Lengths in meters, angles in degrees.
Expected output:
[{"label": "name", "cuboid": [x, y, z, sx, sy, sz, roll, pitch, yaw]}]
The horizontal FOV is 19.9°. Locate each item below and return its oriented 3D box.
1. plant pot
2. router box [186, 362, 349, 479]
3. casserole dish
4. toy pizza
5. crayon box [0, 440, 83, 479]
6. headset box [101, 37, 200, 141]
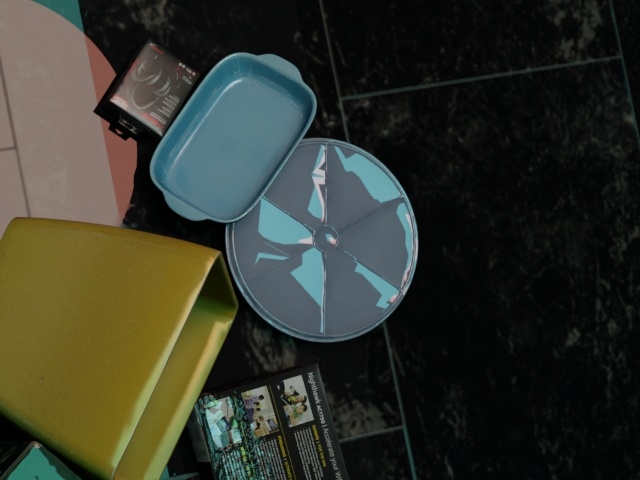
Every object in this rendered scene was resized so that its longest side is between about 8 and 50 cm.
[{"label": "plant pot", "cuboid": [-0.206, 0.092, 1.598, 0.187, 0.212, 0.212, 23, 77, 8]}, {"label": "router box", "cuboid": [-0.045, 0.219, 1.735, 0.133, 0.046, 0.179, -15, 89, -23]}, {"label": "casserole dish", "cuboid": [-0.082, -0.094, 1.744, 0.114, 0.037, 0.188, 30, 73, 10]}, {"label": "toy pizza", "cuboid": [0.000, 0.000, 1.785, 0.201, 0.032, 0.201, 3, 82, -20]}, {"label": "crayon box", "cuboid": [-0.180, 0.305, 1.590, 0.318, 0.202, 0.081, 45, 71, -12]}, {"label": "headset box", "cuboid": [-0.164, -0.140, 1.737, 0.062, 0.032, 0.083, 35, 71, -14]}]
